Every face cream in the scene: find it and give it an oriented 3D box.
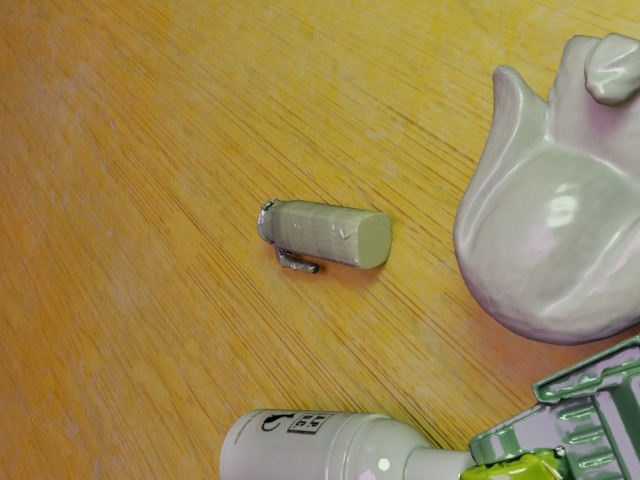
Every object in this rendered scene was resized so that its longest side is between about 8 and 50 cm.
[{"bbox_3d":[0.049,0.279,0.708,0.370,0.145,0.145,-14,77,39],"label":"face cream"}]

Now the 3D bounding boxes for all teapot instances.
[{"bbox_3d":[0.000,0.000,0.830,0.200,0.077,0.107,12,114,42],"label":"teapot"}]

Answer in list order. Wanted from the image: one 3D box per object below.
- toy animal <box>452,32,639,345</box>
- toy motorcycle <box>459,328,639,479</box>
[{"bbox_3d":[0.234,-0.033,0.536,0.272,0.206,0.265,44,110,33],"label":"toy animal"},{"bbox_3d":[0.288,0.159,0.487,0.326,0.200,0.191,-25,69,26],"label":"toy motorcycle"}]
